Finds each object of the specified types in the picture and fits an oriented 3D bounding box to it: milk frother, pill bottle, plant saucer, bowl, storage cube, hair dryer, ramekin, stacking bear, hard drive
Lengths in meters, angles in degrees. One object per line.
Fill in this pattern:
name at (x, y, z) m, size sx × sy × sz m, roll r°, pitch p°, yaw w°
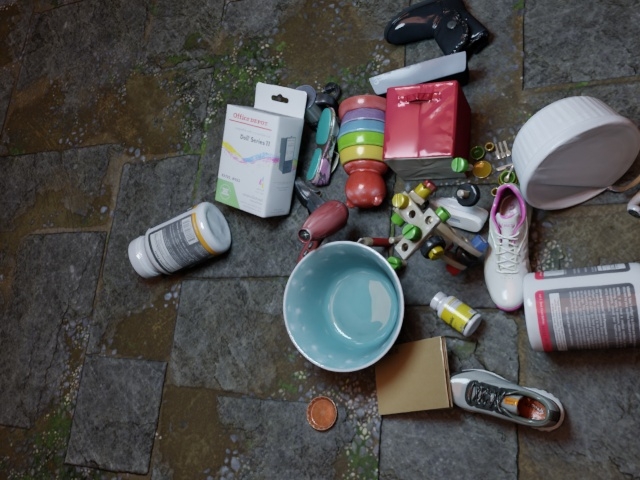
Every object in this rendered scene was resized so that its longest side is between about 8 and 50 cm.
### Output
milk frother at (-0.011, -0.416, 1.783) m, size 0.129 × 0.134 × 0.143 m, roll -19°, pitch 66°, yaw 17°
pill bottle at (-0.420, 0.007, 1.821) m, size 0.278 × 0.162 × 0.162 m, roll -23°, pitch 65°, yaw 18°
plant saucer at (0.005, 0.442, 1.563) m, size 0.083 × 0.013 × 0.084 m, roll -7°, pitch 71°, yaw 22°
pill bottle at (0.603, 0.140, 1.290) m, size 0.318 × 0.176 × 0.176 m, roll -8°, pitch 70°, yaw 23°
bowl at (0.080, 0.163, 1.520) m, size 0.311 × 0.163 × 0.312 m, roll -3°, pitch 82°, yaw 24°
storage cube at (0.274, -0.274, 1.563) m, size 0.183 × 0.215 × 0.193 m, roll 1°, pitch 80°, yaw 25°
hair dryer at (0.000, 0.000, 1.566) m, size 0.080 × 0.293 × 0.224 m, roll 29°, pitch 83°, yaw 15°
pill bottle at (0.324, 0.174, 1.473) m, size 0.116 × 0.065 × 0.065 m, roll 37°, pitch 91°, yaw 30°
ramekin at (0.561, -0.203, 1.381) m, size 0.272 × 0.273 × 0.127 m, roll -29°, pitch 52°, yaw 14°
stacking bear at (0.124, -0.227, 1.653) m, size 0.175 × 0.164 × 0.289 m, roll -4°, pitch 76°, yaw 24°
hard drive at (0.271, -0.427, 1.638) m, size 0.254 × 0.172 × 0.054 m, roll -12°, pitch 84°, yaw 15°

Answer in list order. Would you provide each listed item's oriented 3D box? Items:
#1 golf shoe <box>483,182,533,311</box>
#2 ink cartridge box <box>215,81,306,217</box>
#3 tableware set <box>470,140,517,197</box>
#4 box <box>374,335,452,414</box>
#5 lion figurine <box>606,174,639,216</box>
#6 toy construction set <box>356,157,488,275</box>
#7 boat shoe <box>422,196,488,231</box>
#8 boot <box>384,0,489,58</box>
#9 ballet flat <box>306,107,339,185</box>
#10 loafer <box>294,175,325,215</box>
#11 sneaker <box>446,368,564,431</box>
golf shoe at (0.435, 0.009, 1.435) m, size 0.115 × 0.140 × 0.306 m, roll -2°, pitch 75°, yaw 24°
ink cartridge box at (-0.171, -0.263, 1.733) m, size 0.207 × 0.119 × 0.354 m, roll 20°, pitch 107°, yaw 34°
tableware set at (0.442, -0.182, 1.559) m, size 0.104 × 0.024 × 0.154 m, roll -17°, pitch 67°, yaw 20°
box at (0.217, 0.327, 1.463) m, size 0.201 × 0.021 × 0.165 m, roll -20°, pitch 64°, yaw 38°
lion figurine at (0.849, -0.132, 1.290) m, size 0.392 × 0.142 × 0.240 m, roll 27°, pitch 79°, yaw 34°
toy construction set at (0.212, -0.028, 1.447) m, size 0.308 × 0.237 × 0.258 m, roll -25°, pitch 72°, yaw 38°
boat shoe at (0.338, -0.081, 1.556) m, size 0.184 × 0.066 × 0.063 m, roll 19°, pitch 55°, yaw 39°
boot at (0.321, -0.572, 1.702) m, size 0.246 × 0.094 × 0.207 m, roll -26°, pitch 60°, yaw 8°
ballet flat at (0.021, -0.263, 1.741) m, size 0.077 × 0.079 × 0.222 m, roll 24°, pitch 103°, yaw 58°
loafer at (-0.026, -0.123, 1.746) m, size 0.061 × 0.062 × 0.170 m, roll -27°, pitch 63°, yaw -11°
sneaker at (0.397, 0.348, 1.358) m, size 0.271 × 0.108 × 0.100 m, roll 9°, pitch 80°, yaw 29°
